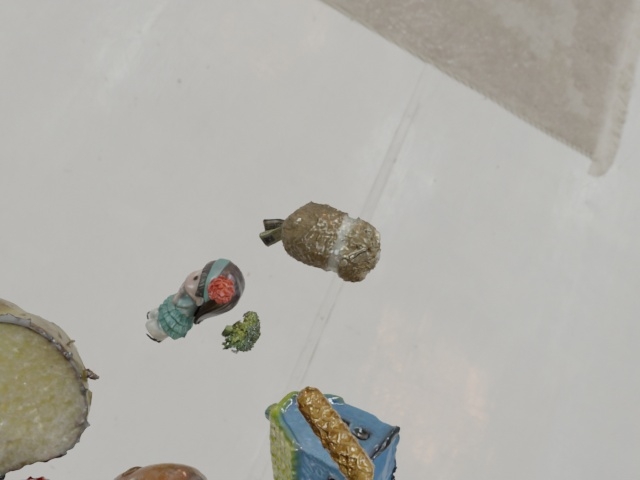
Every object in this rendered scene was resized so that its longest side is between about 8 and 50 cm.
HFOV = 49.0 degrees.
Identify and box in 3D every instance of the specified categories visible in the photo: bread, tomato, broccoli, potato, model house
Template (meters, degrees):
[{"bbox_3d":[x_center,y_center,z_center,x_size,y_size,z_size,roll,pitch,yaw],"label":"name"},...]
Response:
[{"bbox_3d":[0.020,0.269,0.965,0.044,0.052,0.157,-37,73,-2],"label":"bread"},{"bbox_3d":[-0.296,0.516,1.383,0.214,0.155,0.181,35,26,-41],"label":"tomato"},{"bbox_3d":[-0.174,0.199,1.541,0.091,0.095,0.097,12,82,15],"label":"broccoli"},{"bbox_3d":[-0.538,0.221,1.210,0.300,0.237,0.289,-26,105,-5],"label":"potato"},{"bbox_3d":[0.010,0.478,1.540,0.303,0.237,0.215,23,38,32],"label":"model house"}]

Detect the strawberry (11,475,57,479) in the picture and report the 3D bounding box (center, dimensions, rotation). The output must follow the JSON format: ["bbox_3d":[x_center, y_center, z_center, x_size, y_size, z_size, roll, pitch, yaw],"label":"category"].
[{"bbox_3d":[-0.427,0.504,1.123,0.345,0.317,0.296,-23,105,-33],"label":"strawberry"}]

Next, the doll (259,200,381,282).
[{"bbox_3d":[-0.001,-0.007,1.153,0.221,0.115,0.105,22,84,28],"label":"doll"}]

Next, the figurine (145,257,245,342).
[{"bbox_3d":[-0.261,0.133,1.460,0.110,0.245,0.138,45,24,-25],"label":"figurine"}]
